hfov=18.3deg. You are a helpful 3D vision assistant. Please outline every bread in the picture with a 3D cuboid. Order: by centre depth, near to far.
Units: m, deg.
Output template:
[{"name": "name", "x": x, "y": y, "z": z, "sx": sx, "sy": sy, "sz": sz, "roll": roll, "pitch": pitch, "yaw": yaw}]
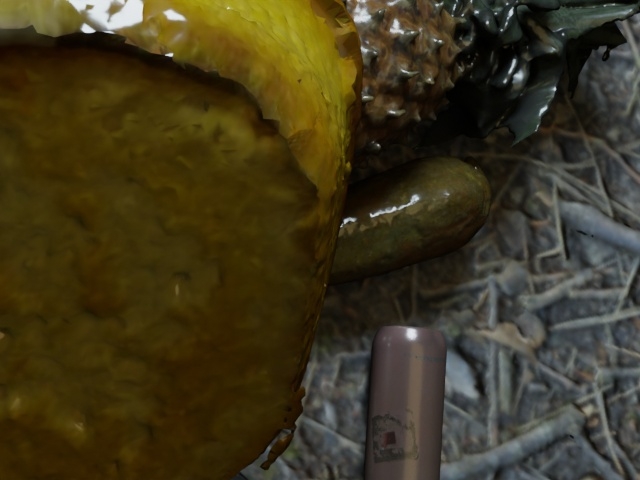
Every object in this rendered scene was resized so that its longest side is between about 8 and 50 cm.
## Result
[{"name": "bread", "x": -0.157, "y": -0.031, "z": 1.141, "sx": 0.398, "sy": 0.215, "sz": 0.398, "roll": -2, "pitch": 122, "yaw": -3}]

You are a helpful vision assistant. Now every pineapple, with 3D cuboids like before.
[{"name": "pineapple", "x": 0.099, "y": -0.141, "z": 1.376, "sx": 0.364, "sy": 0.165, "sz": 0.165, "roll": -16, "pitch": 90, "yaw": -28}]

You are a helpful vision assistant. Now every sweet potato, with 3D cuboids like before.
[{"name": "sweet potato", "x": 0.000, "y": 0.000, "z": 1.359, "sx": 0.273, "sy": 0.075, "sz": 0.075, "roll": -16, "pitch": 90, "yaw": -21}]

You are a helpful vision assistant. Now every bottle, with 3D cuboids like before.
[{"name": "bottle", "x": 0.058, "y": 0.131, "z": 1.373, "sx": 0.053, "sy": 0.053, "sz": 0.140, "roll": 7, "pitch": 80, "yaw": -24}]
